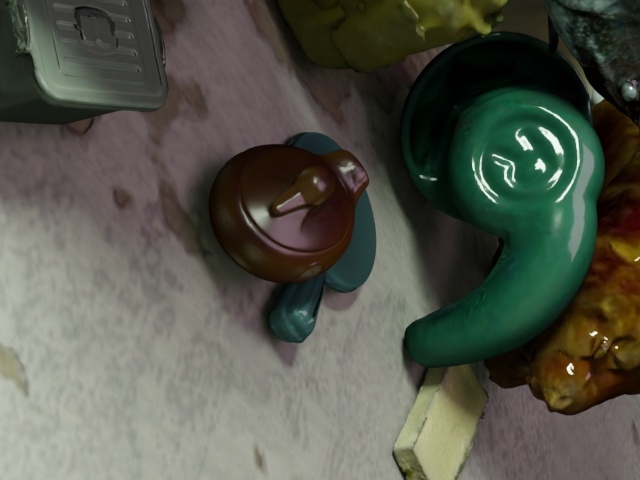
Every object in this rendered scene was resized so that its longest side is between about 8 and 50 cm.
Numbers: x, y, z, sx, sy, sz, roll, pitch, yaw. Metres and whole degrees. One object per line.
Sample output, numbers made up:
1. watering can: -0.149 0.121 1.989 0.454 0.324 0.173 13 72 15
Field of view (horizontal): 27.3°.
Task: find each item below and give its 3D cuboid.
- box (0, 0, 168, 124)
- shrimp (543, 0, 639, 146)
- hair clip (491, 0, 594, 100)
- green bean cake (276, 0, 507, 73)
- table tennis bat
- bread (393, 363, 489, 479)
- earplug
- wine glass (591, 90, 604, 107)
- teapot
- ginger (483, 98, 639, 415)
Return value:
1. box: -0.146 -0.104 0.715 0.122 0.069 0.084 -4 80 -62
2. shrimp: 0.217 -0.259 0.990 0.410 0.166 0.221 58 1 -23
3. hair clip: 0.221 -0.213 1.343 0.282 0.173 0.113 54 42 -51
4. green bean cake: 0.076 -0.307 1.068 0.285 0.202 0.310 67 30 -19
5. table tennis bat: 0.000 0.000 0.974 0.124 0.033 0.201 56 32 -28
6. bread: 0.102 0.152 1.094 0.068 0.028 0.153 64 32 -22
7. earplug: 0.148 -0.050 1.127 0.280 0.164 0.257 -96 -174 -67
8. wine glass: 0.354 -0.132 1.593 0.122 0.122 0.183 51 41 -38
9. teapot: -0.016 -0.026 0.881 0.129 0.078 0.098 -27 81 -48
10. ginger: 0.255 0.009 1.177 0.152 0.274 0.357 46 32 -28
